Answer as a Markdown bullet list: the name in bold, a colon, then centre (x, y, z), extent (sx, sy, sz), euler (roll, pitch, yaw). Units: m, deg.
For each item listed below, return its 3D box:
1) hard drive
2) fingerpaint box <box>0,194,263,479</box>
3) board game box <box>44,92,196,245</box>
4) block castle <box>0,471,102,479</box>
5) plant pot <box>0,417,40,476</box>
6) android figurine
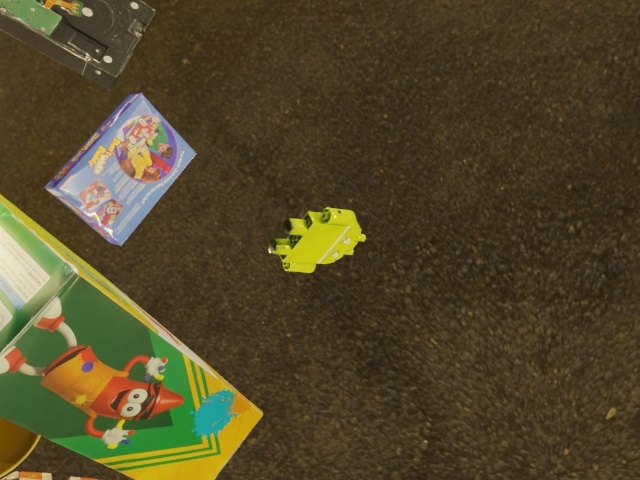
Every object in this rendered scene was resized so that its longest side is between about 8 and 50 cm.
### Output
- **hard drive**: centre (-0.556, -0.502, 1.266), extent (0.064, 0.338, 0.237), euler (-33, 35, 50)
- **fingerpaint box**: centre (-0.345, 0.123, 0.811), extent (0.444, 0.371, 0.163), euler (26, 71, 42)
- **board game box**: centre (-0.532, -0.194, 1.607), extent (0.078, 0.233, 0.347), euler (9, 57, 47)
- **block castle**: centre (-0.692, 0.778, 1.489), extent (0.212, 0.452, 0.303), euler (-7, 68, 63)
- **plant pot**: centre (-0.421, 0.212, 0.713), extent (0.095, 0.134, 0.134), euler (20, 78, 34)
- **android figurine**: centre (0.000, 0.000, 1.587), extent (0.248, 0.272, 0.056), euler (-49, 50, 35)
